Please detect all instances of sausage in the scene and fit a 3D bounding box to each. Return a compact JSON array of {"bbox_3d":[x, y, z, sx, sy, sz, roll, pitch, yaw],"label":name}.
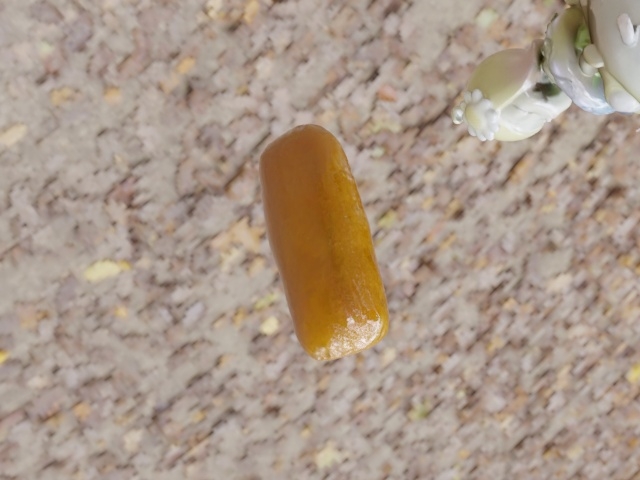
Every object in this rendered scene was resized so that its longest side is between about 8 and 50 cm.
[{"bbox_3d":[0.000,0.000,1.172,0.098,0.238,0.098,-13,157,-6],"label":"sausage"}]

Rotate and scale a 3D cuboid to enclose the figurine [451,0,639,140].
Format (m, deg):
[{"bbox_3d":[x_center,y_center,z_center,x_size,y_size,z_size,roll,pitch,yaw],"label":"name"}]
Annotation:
[{"bbox_3d":[0.309,-0.236,1.473,0.226,0.275,0.394,-8,167,-41],"label":"figurine"}]
